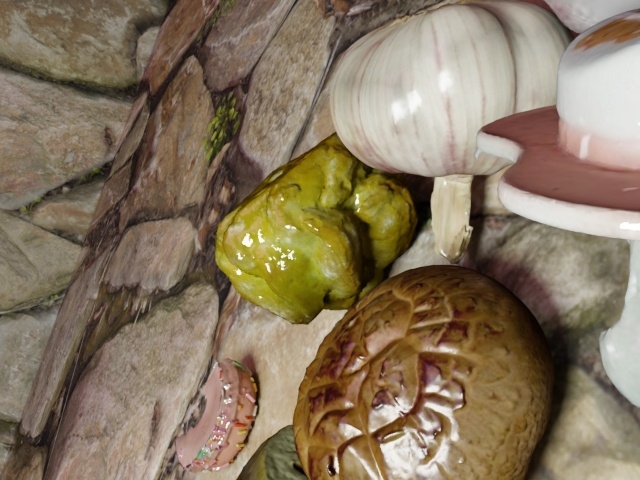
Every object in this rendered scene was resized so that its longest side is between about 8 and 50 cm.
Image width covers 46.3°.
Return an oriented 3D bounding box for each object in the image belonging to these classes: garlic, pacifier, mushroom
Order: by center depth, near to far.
[{"bbox_3d":[0.221,-0.035,0.455,0.273,0.220,0.332,-59,4,19],"label":"pacifier"},{"bbox_3d":[0.084,0.133,0.649,0.253,0.153,0.253,-35,36,30],"label":"mushroom"},{"bbox_3d":[0.128,-0.103,0.723,0.245,0.245,0.253,16,116,62],"label":"garlic"}]

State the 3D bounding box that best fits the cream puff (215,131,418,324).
[{"bbox_3d":[-0.007,-0.015,0.854,0.244,0.196,0.244,-47,-16,-18],"label":"cream puff"}]

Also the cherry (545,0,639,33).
[{"bbox_3d":[0.255,-0.313,0.534,0.291,0.335,0.326,-37,-52,-73],"label":"cherry"}]

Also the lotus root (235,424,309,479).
[{"bbox_3d":[-0.014,0.286,0.732,0.119,0.138,0.235,-66,32,23],"label":"lotus root"}]

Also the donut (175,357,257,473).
[{"bbox_3d":[-0.136,0.252,1.017,0.166,0.065,0.117,-63,27,10],"label":"donut"}]
